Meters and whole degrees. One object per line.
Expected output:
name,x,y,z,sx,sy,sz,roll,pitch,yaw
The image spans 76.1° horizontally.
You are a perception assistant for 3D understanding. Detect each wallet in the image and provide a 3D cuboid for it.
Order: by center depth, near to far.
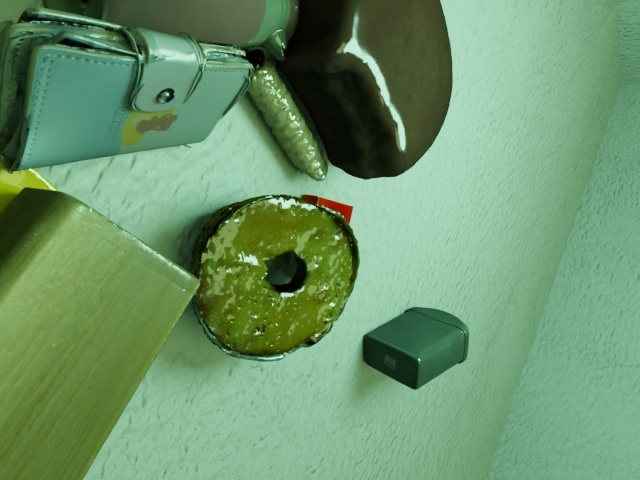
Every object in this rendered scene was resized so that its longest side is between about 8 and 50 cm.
wallet,-0.190,-0.147,0.414,0.231,0.170,0.069,-27,82,-51

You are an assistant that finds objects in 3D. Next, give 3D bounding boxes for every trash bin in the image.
trash bin,0.237,0.246,0.977,0.236,0.176,0.101,-14,112,-39

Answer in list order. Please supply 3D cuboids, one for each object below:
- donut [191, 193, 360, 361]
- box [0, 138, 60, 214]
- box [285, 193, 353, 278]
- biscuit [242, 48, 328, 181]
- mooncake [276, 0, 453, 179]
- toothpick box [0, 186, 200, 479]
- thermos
donut,-0.071,0.045,0.620,0.272,0.107,0.272,-11,110,-31
box,-0.357,-0.057,0.354,0.152,0.043,0.269,-53,135,-24
box,0.000,0.000,0.748,0.100,0.048,0.152,10,96,-49
biscuit,-0.052,-0.182,0.629,0.055,0.061,0.219,-29,131,7
mooncake,0.074,-0.266,0.651,0.326,0.174,0.334,8,93,-50
toothpick box,-0.267,0.123,0.346,0.187,0.190,0.308,45,63,-41
thermos,-0.145,-0.288,0.453,0.265,0.146,0.176,-21,91,-47
